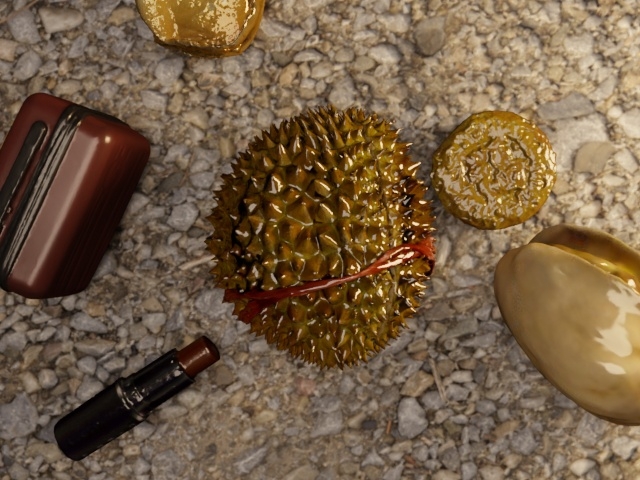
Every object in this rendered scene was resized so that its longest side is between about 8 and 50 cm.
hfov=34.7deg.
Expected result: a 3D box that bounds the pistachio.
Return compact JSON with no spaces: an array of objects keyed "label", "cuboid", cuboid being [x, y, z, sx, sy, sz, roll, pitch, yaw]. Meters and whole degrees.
[{"label":"pistachio","cuboid":[0.397,0.122,1.469,0.321,0.229,0.238,50,130,13]}]

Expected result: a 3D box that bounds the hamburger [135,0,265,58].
[{"label":"hamburger","cuboid":[-0.187,-0.387,1.596,0.214,0.108,0.214,0,91,9]}]

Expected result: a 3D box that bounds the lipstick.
[{"label":"lipstick","cuboid":[-0.291,0.246,1.629,0.299,0.081,0.081,-35,86,8]}]

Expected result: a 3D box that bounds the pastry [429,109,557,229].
[{"label":"pastry","cuboid":[0.257,-0.105,1.537,0.188,0.103,0.189,0,89,3]}]

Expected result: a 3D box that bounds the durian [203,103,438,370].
[{"label":"durian","cuboid":[0.005,-0.001,1.481,0.347,0.347,0.384,-14,57,8]}]

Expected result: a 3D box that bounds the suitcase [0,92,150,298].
[{"label":"suitcase","cuboid":[-0.401,-0.065,1.563,0.161,0.236,0.297,27,93,7]}]
